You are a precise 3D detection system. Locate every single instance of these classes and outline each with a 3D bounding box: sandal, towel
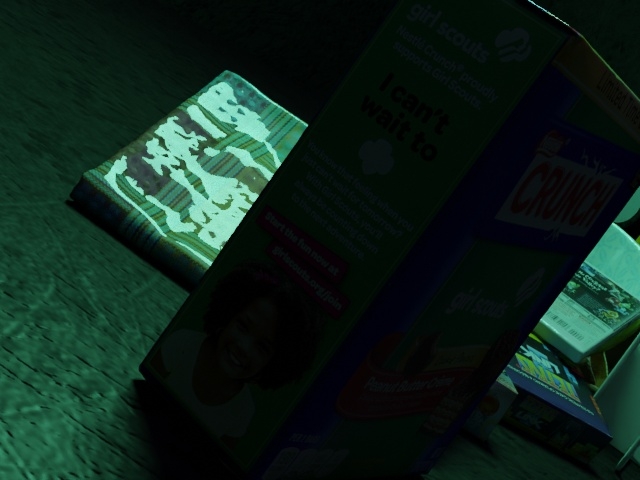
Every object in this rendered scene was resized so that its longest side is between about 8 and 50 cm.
[{"bbox_3d":[0.392,0.180,1.731,0.240,0.079,0.088,41,11,37],"label":"sandal"},{"bbox_3d":[0.000,0.000,1.079,0.370,0.040,0.271,35,38,5],"label":"towel"}]

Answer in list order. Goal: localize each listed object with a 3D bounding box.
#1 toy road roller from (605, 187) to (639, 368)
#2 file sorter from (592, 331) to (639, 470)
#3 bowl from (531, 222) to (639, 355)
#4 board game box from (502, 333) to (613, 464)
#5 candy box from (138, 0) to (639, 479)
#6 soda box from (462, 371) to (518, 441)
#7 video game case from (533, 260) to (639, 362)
[{"bbox_3d":[0.496,0.082,1.843,0.202,0.329,0.240,26,16,-36],"label":"toy road roller"},{"bbox_3d":[0.454,0.224,1.391,0.277,0.193,0.173,37,12,16],"label":"file sorter"},{"bbox_3d":[0.283,0.067,1.599,0.289,0.156,0.289,16,34,-11],"label":"bowl"},{"bbox_3d":[0.224,0.151,1.318,0.170,0.048,0.141,30,23,-25],"label":"board game box"},{"bbox_3d":[0.072,0.003,0.800,0.122,0.317,0.268,39,11,27],"label":"candy box"},{"bbox_3d":[0.091,0.109,1.129,0.183,0.058,0.063,34,9,-7],"label":"soda box"},{"bbox_3d":[0.276,0.056,1.451,0.190,0.022,0.173,38,37,24],"label":"video game case"}]
